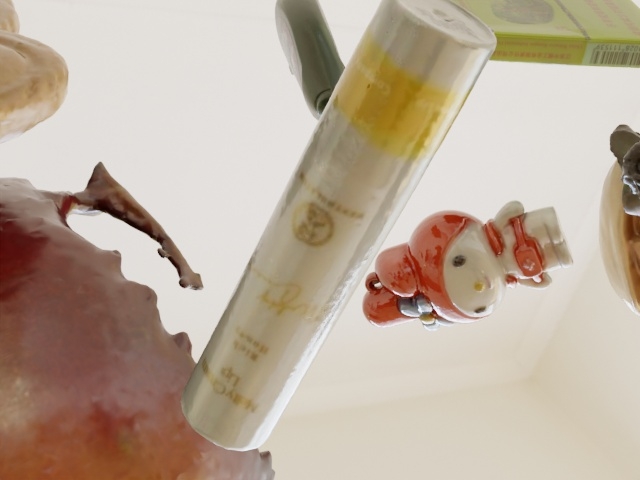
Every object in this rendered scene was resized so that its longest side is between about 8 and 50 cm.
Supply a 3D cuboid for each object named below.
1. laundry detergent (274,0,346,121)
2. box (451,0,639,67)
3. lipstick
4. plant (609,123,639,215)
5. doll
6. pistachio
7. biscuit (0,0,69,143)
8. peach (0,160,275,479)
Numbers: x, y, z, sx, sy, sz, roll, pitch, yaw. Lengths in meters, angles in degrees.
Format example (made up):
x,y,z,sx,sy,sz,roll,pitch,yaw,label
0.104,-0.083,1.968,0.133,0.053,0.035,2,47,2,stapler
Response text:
x,y,z,sx,sy,sz,roll,pitch,yaw,label
-0.002,-0.203,1.227,0.063,0.211,0.137,-15,-44,-6,laundry detergent
0.284,-0.295,1.380,0.334,0.187,0.047,1,-55,-10,box
0.000,0.000,0.516,0.059,0.059,0.264,3,-53,-38,lipstick
0.343,-0.053,0.892,0.131,0.203,0.142,-41,-68,-10,plant
0.179,0.036,1.335,0.290,0.130,0.161,-18,-60,18,doll
0.504,-0.004,1.458,0.214,0.193,0.318,-51,-48,-41,pistachio
-0.351,-0.147,0.716,0.269,0.375,0.051,-45,-32,-52,biscuit
-0.239,0.148,0.776,0.310,0.406,0.335,-24,-26,-29,peach
